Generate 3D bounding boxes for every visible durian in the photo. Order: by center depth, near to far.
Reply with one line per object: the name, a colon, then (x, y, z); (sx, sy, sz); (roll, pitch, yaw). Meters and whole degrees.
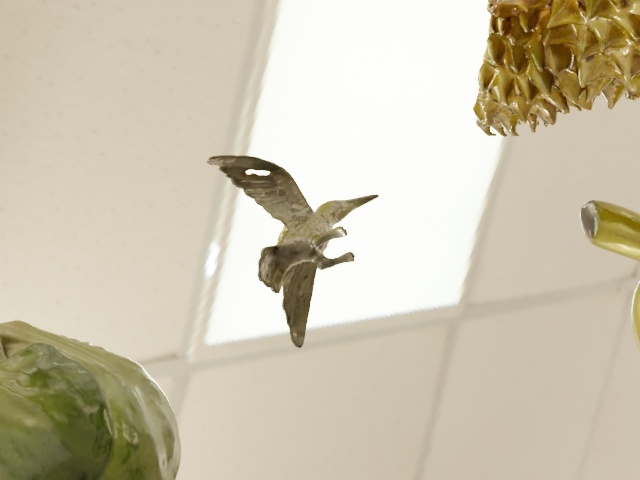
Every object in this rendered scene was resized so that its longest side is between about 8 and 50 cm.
durian: (0.216, -0.170, 1.042); (0.305, 0.196, 0.185); (41, -118, -81)

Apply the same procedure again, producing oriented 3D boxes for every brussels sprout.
brussels sprout: (-0.288, 0.203, 1.376); (0.219, 0.271, 0.210); (-38, 3, 23)

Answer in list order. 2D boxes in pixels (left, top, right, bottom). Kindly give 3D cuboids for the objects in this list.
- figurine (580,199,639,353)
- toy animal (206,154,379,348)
figurine: (0.350, 0.116, 1.100); (0.218, 0.169, 0.326); (21, -126, -37)
toy animal: (0.000, 0.000, 1.234); (0.155, 0.095, 0.219); (-21, -64, -12)
